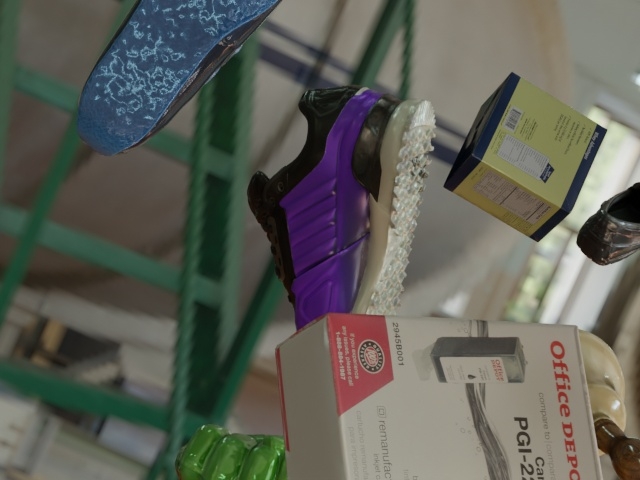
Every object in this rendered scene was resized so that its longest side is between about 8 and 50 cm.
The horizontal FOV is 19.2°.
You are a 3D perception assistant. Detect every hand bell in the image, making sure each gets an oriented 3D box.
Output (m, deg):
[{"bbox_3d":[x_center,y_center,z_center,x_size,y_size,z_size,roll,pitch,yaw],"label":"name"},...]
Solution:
[{"bbox_3d":[0.238,0.163,1.566,0.126,0.126,0.242,24,6,-17],"label":"hand bell"}]

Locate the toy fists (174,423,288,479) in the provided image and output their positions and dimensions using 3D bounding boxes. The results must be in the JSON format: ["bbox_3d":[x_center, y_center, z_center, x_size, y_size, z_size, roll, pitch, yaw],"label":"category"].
[{"bbox_3d":[-0.004,0.245,1.832,0.279,0.096,0.142,19,-2,-5],"label":"toy fists"}]

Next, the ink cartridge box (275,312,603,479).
[{"bbox_3d":[0.089,0.141,1.372,0.218,0.159,0.092,5,-23,-28],"label":"ink cartridge box"}]

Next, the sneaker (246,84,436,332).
[{"bbox_3d":[0.000,0.000,1.668,0.146,0.293,0.102,18,13,17],"label":"sneaker"}]

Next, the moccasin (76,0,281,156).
[{"bbox_3d":[-0.137,-0.234,1.939,0.138,0.342,0.117,45,-6,-2],"label":"moccasin"}]

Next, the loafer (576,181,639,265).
[{"bbox_3d":[0.397,-0.035,2.282,0.223,0.078,0.076,-23,58,-42],"label":"loafer"}]

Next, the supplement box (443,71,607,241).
[{"bbox_3d":[0.149,-0.060,1.372,0.083,0.083,0.056,31,-29,-6],"label":"supplement box"}]
